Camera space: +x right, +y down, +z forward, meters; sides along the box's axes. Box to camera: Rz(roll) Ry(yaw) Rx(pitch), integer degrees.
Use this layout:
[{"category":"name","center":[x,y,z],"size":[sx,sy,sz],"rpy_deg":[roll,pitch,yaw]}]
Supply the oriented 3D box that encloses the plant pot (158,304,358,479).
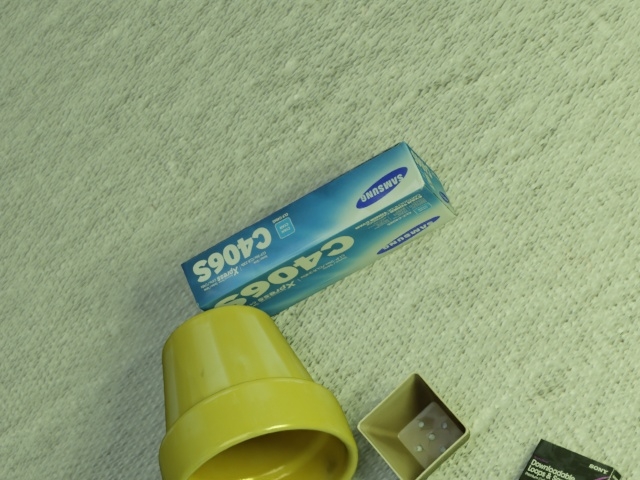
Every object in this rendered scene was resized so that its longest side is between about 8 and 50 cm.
[{"category":"plant pot","center":[-0.105,0.227,1.931],"size":[0.254,0.254,0.239],"rpy_deg":[-32,52,10]}]

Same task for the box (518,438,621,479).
[{"category":"box","center":[0.290,0.339,1.825],"size":[0.116,0.029,0.162],"rpy_deg":[18,69,40]}]

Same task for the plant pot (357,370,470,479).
[{"category":"plant pot","center":[0.133,0.250,1.902],"size":[0.109,0.096,0.109],"rpy_deg":[-44,66,6]}]

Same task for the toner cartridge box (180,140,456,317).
[{"category":"toner cartridge box","center":[0.000,0.000,1.984],"size":[0.348,0.165,0.075],"rpy_deg":[-29,69,12]}]
